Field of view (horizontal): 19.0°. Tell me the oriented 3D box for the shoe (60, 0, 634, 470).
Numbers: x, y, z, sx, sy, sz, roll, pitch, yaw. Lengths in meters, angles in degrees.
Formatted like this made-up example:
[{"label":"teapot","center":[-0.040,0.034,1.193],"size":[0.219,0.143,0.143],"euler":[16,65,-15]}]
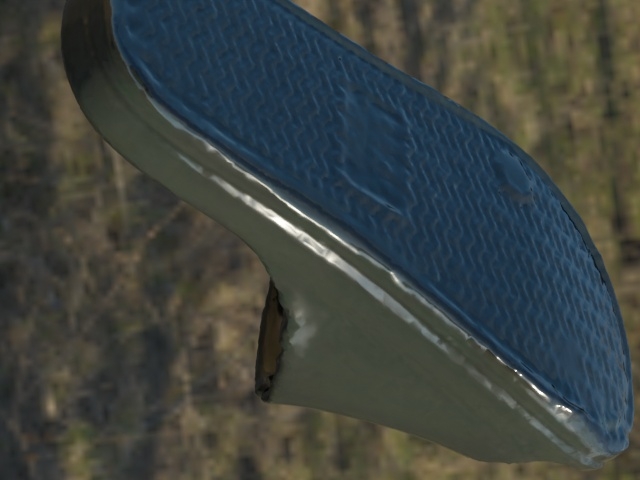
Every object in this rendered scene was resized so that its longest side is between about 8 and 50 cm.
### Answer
[{"label":"shoe","center":[0.000,0.000,0.628],"size":[0.241,0.093,0.108],"euler":[35,38,-28]}]
